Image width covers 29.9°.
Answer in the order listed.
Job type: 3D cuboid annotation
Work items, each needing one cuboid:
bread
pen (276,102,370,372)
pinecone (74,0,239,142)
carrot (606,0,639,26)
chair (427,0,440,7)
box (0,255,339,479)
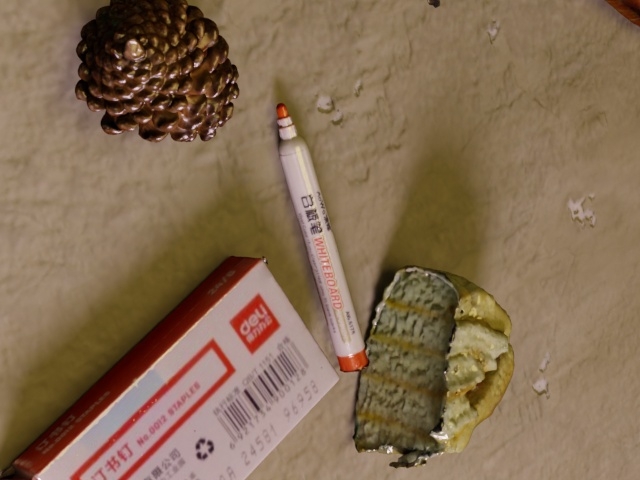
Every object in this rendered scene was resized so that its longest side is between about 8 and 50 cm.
[{"bbox_3d":[0.098,0.105,0.954,0.110,0.103,0.156,15,91,-49],"label":"bread"},{"bbox_3d":[0.000,0.000,0.906,0.026,0.026,0.218,-26,110,-32],"label":"pen"},{"bbox_3d":[-0.101,-0.104,0.776,0.109,0.102,0.102,41,71,-43],"label":"pinecone"},{"bbox_3d":[0.290,-0.220,1.093,0.139,0.048,0.048,26,79,-39],"label":"carrot"},{"bbox_3d":[0.033,-0.330,0.793,0.170,0.160,0.326,-33,118,-10],"label":"chair"},{"bbox_3d":[-0.098,0.127,0.831,0.229,0.050,0.123,-45,117,-24],"label":"box"}]
